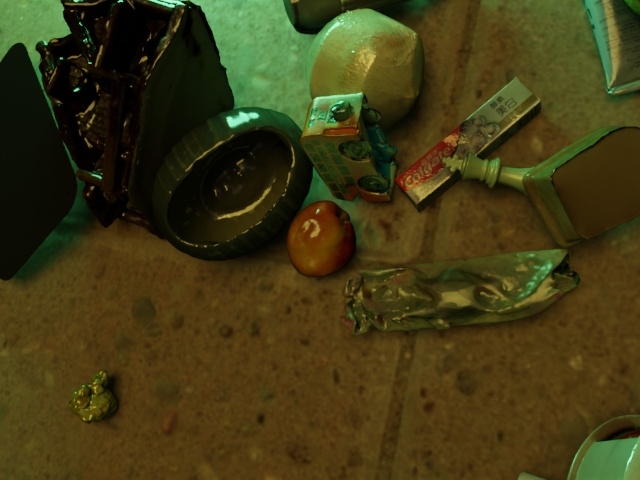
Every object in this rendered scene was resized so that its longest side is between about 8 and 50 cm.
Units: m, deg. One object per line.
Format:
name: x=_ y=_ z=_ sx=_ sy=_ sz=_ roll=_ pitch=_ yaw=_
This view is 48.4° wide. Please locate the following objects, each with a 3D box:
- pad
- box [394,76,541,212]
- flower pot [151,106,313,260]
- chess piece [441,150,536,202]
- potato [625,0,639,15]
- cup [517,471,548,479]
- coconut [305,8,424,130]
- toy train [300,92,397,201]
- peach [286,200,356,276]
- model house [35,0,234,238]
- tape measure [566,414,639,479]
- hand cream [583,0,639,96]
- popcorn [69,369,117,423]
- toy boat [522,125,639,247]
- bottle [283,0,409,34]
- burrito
pad: x=-0.524 y=-0.114 z=1.227 sx=0.315 sy=0.063 sz=0.375 roll=-40 pitch=61 yaw=23
box: x=0.202 y=-0.131 z=0.981 sx=0.218 sy=0.039 sz=0.055 roll=-39 pitch=69 yaw=6
flower pot: x=-0.122 y=-0.080 z=1.001 sx=0.243 sy=0.157 sz=0.189 roll=-37 pitch=103 yaw=-1
chess piece: x=0.231 y=-0.089 z=0.930 sx=0.149 sy=0.059 sz=0.059 roll=15 pitch=81 yaw=4
potato: x=0.498 y=-0.351 z=0.878 sx=0.248 sy=0.143 sz=0.169 roll=-13 pitch=65 yaw=9
cup: x=0.194 y=0.404 z=0.788 sx=0.173 sy=0.167 sz=0.300 roll=10 pitch=61 yaw=34
coconut: x=0.072 y=-0.233 z=0.990 sx=0.162 sy=0.161 sz=0.161 roll=33 pitch=88 yaw=21
toy train: x=0.041 y=-0.124 z=0.958 sx=0.099 sy=0.188 sz=0.072 roll=3 pitch=63 yaw=25
peach: x=-0.001 y=0.000 z=0.989 sx=0.100 sy=0.100 sz=0.101 roll=-5 pitch=75 yaw=18
model house: x=-0.319 y=-0.212 z=1.055 sx=0.282 sy=0.317 sz=0.297 roll=29 pitch=74 yaw=19
tape measure: x=0.373 y=0.294 z=0.728 sx=0.265 sy=0.130 sz=0.258 roll=-2 pitch=74 yaw=-24
hand cream: x=0.391 y=-0.317 z=0.959 sx=0.088 sy=0.055 sz=0.256 roll=-15 pitch=74 yaw=3
popcorn: x=-0.335 y=0.233 z=1.062 sx=0.059 sy=0.068 sz=0.083 roll=-2 pitch=69 yaw=60
toy boat: x=0.357 y=-0.078 z=0.874 sx=0.188 sy=0.061 sz=0.116 roll=-30 pitch=93 yaw=-8
bottle: x=0.073 y=-0.366 z=1.032 sx=0.253 sy=0.096 sz=0.079 roll=-19 pitch=49 yaw=-9
burrito: x=0.177 y=0.069 z=0.925 sx=0.309 sy=0.066 sz=0.096 roll=-9 pitch=71 yaw=14
